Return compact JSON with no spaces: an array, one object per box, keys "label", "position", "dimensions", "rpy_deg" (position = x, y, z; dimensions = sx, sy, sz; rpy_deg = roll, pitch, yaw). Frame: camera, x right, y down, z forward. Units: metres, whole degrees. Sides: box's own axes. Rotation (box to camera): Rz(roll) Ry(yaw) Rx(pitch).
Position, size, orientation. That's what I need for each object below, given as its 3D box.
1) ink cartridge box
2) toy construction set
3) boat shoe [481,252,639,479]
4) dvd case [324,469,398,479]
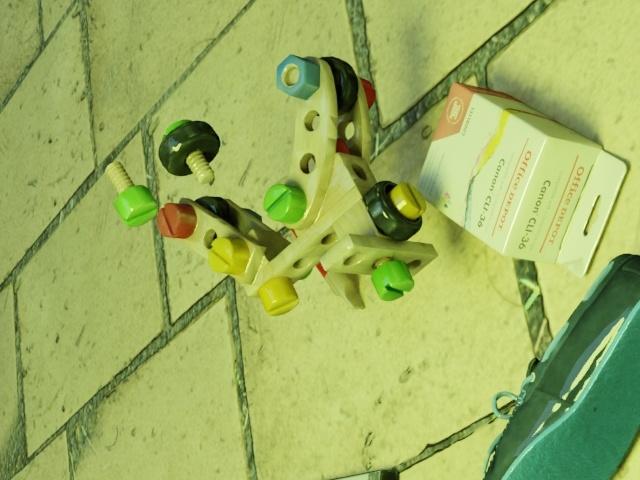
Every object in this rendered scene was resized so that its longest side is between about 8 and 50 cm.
[{"label":"ink cartridge box","position":[0.174,-0.055,1.315],"dimensions":[0.198,0.067,0.115],"rpy_deg":[40,116,54]},{"label":"toy construction set","position":[0.000,0.000,1.425],"dimensions":[0.257,0.309,0.237],"rpy_deg":[-36,64,3]},{"label":"boat shoe","position":[0.212,0.129,1.204],"dimensions":[0.258,0.109,0.089],"rpy_deg":[-53,31,12]},{"label":"dvd case","position":[0.004,0.339,1.526],"dimensions":[0.239,0.030,0.179],"rpy_deg":[-24,63,54]}]
